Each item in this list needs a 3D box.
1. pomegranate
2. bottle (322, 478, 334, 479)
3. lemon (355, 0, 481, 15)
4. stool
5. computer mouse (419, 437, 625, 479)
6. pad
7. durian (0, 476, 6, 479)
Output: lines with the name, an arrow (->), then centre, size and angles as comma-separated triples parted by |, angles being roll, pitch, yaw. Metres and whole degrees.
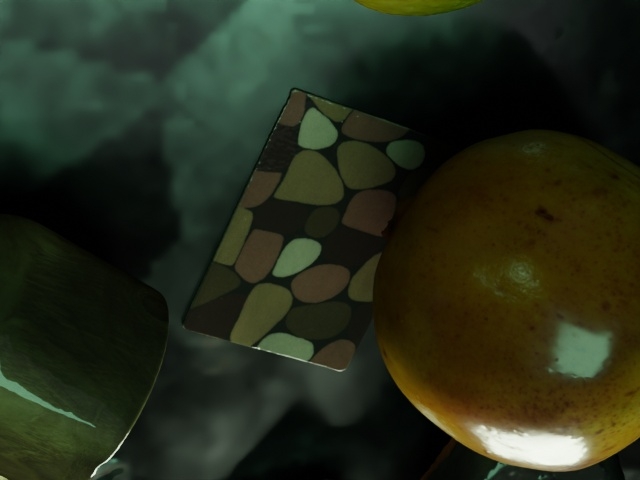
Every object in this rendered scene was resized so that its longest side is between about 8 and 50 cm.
pomegranate -> 0.162, 0.043, 0.947 | 0.264, 0.264, 0.264 | -6, 121, -10
bottle -> -0.062, 0.349, 1.167 | 0.082, 0.082, 0.286 | 33, 108, -27
lemon -> 0.073, -0.238, 0.794 | 0.203, 0.178, 0.178 | -32, 123, -12
stool -> -0.264, 0.054, 0.888 | 0.264, 0.179, 0.179 | 32, 109, -27
computer mouse -> 0.153, 0.280, 1.157 | 0.183, 0.116, 0.323 | 24, 106, -24
pad -> 0.000, 0.000, 1.020 | 0.158, 0.003, 0.235 | 17, 115, -22
durian -> -0.285, 0.163, 1.040 | 0.066, 0.052, 0.130 | -19, 137, -49
